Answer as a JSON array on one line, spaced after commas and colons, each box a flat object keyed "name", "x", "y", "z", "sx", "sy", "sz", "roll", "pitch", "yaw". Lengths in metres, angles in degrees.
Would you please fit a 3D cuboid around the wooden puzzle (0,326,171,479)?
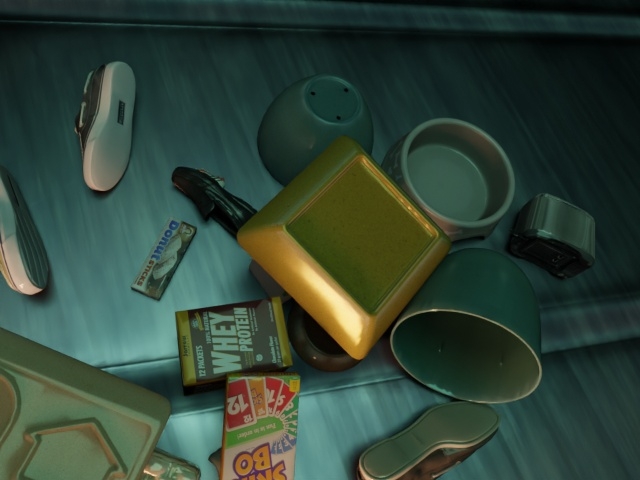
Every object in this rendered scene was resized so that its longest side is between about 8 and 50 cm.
[{"name": "wooden puzzle", "x": -0.412, "y": 0.312, "z": 0.665, "sx": 0.322, "sy": 0.080, "sz": 0.348, "roll": 25, "pitch": 59, "yaw": -5}]

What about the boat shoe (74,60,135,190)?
[{"name": "boat shoe", "x": -0.493, "y": -0.254, "z": 1.155, "sx": 0.102, "sy": 0.108, "sz": 0.301, "roll": -1, "pitch": 79, "yaw": 20}]

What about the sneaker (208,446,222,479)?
[{"name": "sneaker", "x": -0.139, "y": 0.504, "z": 0.940, "sx": 0.107, "sy": 0.100, "sz": 0.272, "roll": -11, "pitch": 65, "yaw": -8}]

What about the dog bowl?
[{"name": "dog bowl", "x": 0.331, "y": -0.156, "z": 1.316, "sx": 0.348, "sy": 0.102, "sz": 0.349, "roll": 5, "pitch": 68, "yaw": -12}]

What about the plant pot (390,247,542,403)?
[{"name": "plant pot", "x": 0.320, "y": 0.159, "z": 1.095, "sx": 0.293, "sy": 0.293, "sz": 0.235, "roll": 30, "pitch": 49, "yaw": -1}]

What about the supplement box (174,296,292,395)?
[{"name": "supplement box", "x": -0.172, "y": 0.205, "z": 0.990, "sx": 0.191, "sy": 0.194, "sz": 0.129, "roll": -7, "pitch": 70, "yaw": -16}]

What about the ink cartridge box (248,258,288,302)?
[{"name": "ink cartridge box", "x": 0.000, "y": 0.000, "z": 1.112, "sx": 0.278, "sy": 0.201, "sz": 0.117, "roll": -34, "pitch": 81, "yaw": -24}]

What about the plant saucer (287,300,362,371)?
[{"name": "plant saucer", "x": 0.028, "y": 0.185, "z": 1.137, "sx": 0.198, "sy": 0.036, "sz": 0.199, "roll": 5, "pitch": 68, "yaw": -12}]

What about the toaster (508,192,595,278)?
[{"name": "toaster", "x": 0.582, "y": -0.018, "z": 1.310, "sx": 0.227, "sy": 0.129, "sz": 0.146, "roll": 25, "pitch": 61, "yaw": -1}]

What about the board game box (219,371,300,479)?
[{"name": "board game box", "x": -0.104, "y": 0.356, "z": 0.878, "sx": 0.124, "sy": 0.039, "sz": 0.260, "roll": 4, "pitch": 92, "yaw": -17}]

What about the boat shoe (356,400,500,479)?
[{"name": "boat shoe", "x": 0.220, "y": 0.429, "z": 1.067, "sx": 0.335, "sy": 0.096, "sz": 0.112, "roll": -15, "pitch": 37, "yaw": -23}]

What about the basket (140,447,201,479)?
[{"name": "basket", "x": -0.387, "y": 0.459, "z": 0.796, "sx": 0.331, "sy": 0.266, "sz": 0.328, "roll": 23, "pitch": 64, "yaw": -6}]

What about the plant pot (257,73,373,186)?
[{"name": "plant pot", "x": 0.005, "y": -0.275, "z": 1.230, "sx": 0.290, "sy": 0.195, "sz": 0.290, "roll": 5, "pitch": 68, "yaw": -12}]

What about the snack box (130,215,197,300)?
[{"name": "snack box", "x": -0.333, "y": 0.036, "z": 1.113, "sx": 0.064, "sy": 0.022, "sz": 0.178, "roll": 24, "pitch": 65, "yaw": -2}]

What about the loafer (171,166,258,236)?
[{"name": "loafer", "x": -0.241, "y": -0.084, "z": 1.155, "sx": 0.223, "sy": 0.076, "sz": 0.078, "roll": 34, "pitch": 57, "yaw": -3}]

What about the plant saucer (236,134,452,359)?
[{"name": "plant saucer", "x": 0.071, "y": -0.007, "z": 0.983, "sx": 0.333, "sy": 0.081, "sz": 0.333, "roll": 45, "pitch": 67, "yaw": -3}]

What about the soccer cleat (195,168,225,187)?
[{"name": "soccer cleat", "x": -0.262, "y": -0.140, "z": 1.200, "sx": 0.083, "sy": 0.029, "sz": 0.036, "roll": 20, "pitch": 61, "yaw": -10}]

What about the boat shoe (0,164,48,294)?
[{"name": "boat shoe", "x": -0.628, "y": -0.014, "z": 1.029, "sx": 0.094, "sy": 0.109, "sz": 0.302, "roll": -28, "pitch": 68, "yaw": -7}]
